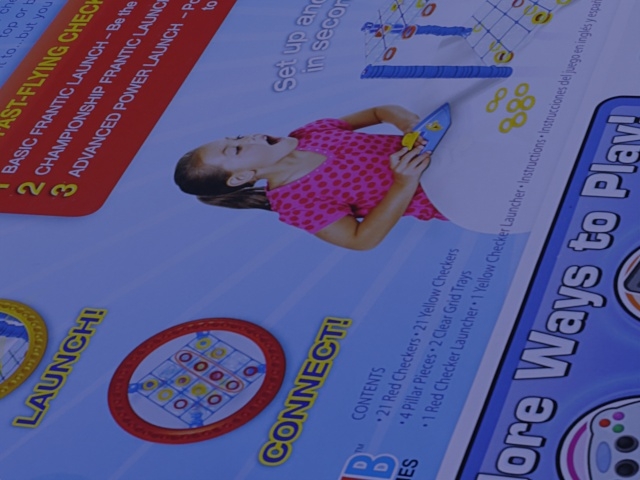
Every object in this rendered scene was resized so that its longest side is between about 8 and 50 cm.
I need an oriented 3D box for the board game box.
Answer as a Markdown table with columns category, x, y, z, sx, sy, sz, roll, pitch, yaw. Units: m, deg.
| category | x | y | z | sx | sy | sz | roll | pitch | yaw |
| --- | --- | --- | --- | --- | --- | --- | --- | --- | --- |
| board game box | 0.000 | 0.000 | 0.527 | 0.308 | 0.301 | 0.086 | -62 | 148 | -44 |
